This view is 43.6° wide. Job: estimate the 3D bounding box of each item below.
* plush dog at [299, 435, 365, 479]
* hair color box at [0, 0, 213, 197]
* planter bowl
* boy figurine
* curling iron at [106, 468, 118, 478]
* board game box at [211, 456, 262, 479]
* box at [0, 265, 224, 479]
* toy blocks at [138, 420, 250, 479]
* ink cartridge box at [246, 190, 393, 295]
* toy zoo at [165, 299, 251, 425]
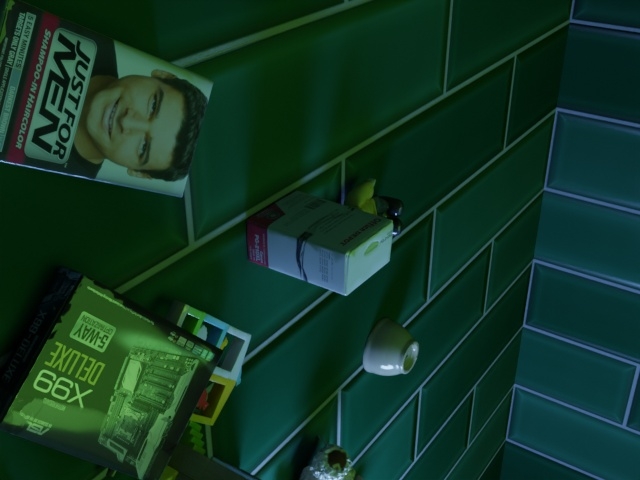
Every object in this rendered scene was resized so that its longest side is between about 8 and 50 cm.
[{"bbox_3d":[-0.007,0.651,2.033,0.225,0.210,0.262,-43,114,-19],"label":"plush dog"},{"bbox_3d":[-0.317,-0.181,1.066,0.374,0.113,0.185,9,98,-61],"label":"hair color box"},{"bbox_3d":[0.205,0.307,2.220,0.162,0.109,0.162,-34,133,-47],"label":"planter bowl"},{"bbox_3d":[0.105,-0.057,1.845,0.285,0.092,0.177,-7,103,-66],"label":"boy figurine"},{"bbox_3d":[-0.311,0.288,1.416,0.274,0.035,0.068,-64,151,-15],"label":"curling iron"},{"bbox_3d":[-0.206,0.621,1.671,0.275,0.142,0.144,-63,150,-15],"label":"board game box"},{"bbox_3d":[-0.325,0.215,1.235,0.307,0.076,0.242,39,71,-42],"label":"box"},{"bbox_3d":[-0.229,0.563,1.481,0.381,0.261,0.191,-60,149,-18],"label":"toy blocks"},{"bbox_3d":[0.000,0.000,1.572,0.172,0.237,0.100,-34,134,-46],"label":"ink cartridge box"},{"bbox_3d":[-0.221,0.237,1.477,0.192,0.030,0.293,-67,152,-10],"label":"toy zoo"}]
